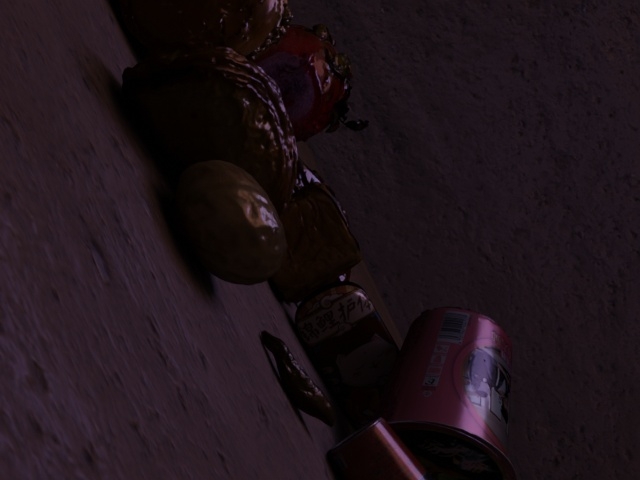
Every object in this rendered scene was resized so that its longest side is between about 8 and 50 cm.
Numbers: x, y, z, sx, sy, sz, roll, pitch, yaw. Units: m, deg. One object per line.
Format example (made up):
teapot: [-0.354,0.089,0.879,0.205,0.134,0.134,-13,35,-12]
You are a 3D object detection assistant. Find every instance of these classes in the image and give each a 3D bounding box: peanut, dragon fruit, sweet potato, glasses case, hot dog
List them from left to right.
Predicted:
hot dog: [-0.124,-0.129,1.456,0.114,0.175,0.259,-76,149,-43]
peanut: [-0.100,-0.017,1.389,0.159,0.109,0.141,51,17,-60]
dragon fruit: [-0.064,-0.315,2.412,0.291,0.269,0.250,-80,153,-75]
sweet potato: [-0.029,0.179,1.550,0.153,0.038,0.041,55,-15,-9]
glasses case: [0.066,0.193,1.921,0.321,0.122,0.082,60,6,-34]

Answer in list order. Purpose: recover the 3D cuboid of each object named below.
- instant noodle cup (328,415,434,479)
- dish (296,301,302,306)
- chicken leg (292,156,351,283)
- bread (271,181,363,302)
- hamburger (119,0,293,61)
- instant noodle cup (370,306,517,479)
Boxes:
instant noodle cup: [0.082,0.313,1.621,0.136,0.127,0.127,56,5,6]
dish: [-0.034,0.028,2.040,0.191,0.066,0.191,63,5,-10]
chicken leg: [0.000,0.000,2.191,0.158,0.095,0.407,-15,85,-51]
bread: [-0.024,0.000,1.879,0.149,0.143,0.158,68,-3,-81]
hamburger: [-0.162,-0.333,1.731,0.211,0.245,0.261,91,12,-83]
instant noodle cup: [0.188,0.243,1.804,0.244,0.243,0.255,60,34,-35]
